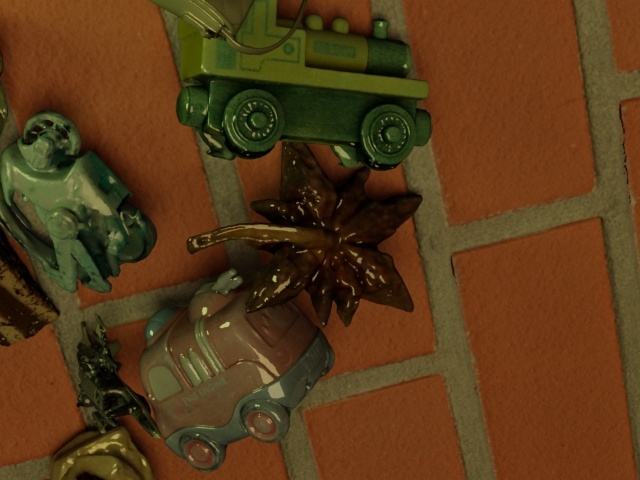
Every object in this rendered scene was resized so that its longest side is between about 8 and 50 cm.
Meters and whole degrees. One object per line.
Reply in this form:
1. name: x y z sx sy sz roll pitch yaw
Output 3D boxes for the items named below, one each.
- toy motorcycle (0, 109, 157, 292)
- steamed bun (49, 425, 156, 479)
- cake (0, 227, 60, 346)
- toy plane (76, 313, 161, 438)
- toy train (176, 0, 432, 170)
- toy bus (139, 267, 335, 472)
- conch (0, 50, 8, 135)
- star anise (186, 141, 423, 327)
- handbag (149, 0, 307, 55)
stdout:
1. toy motorcycle: -0.361 -0.049 1.961 0.206 0.154 0.260 -27 111 32
2. steamed bun: -0.353 0.515 2.213 0.247 0.189 0.428 -10 118 6
3. cake: -0.479 0.072 2.001 0.112 0.135 0.246 -26 116 3
4. toy plane: -0.306 0.222 2.035 0.088 0.262 0.192 -7 118 -23
5. toy train: -0.014 -0.219 1.903 0.369 0.150 0.237 4 89 -22
6. toy bus: -0.140 0.177 2.041 0.294 0.197 0.232 -28 104 37
7. conch: -0.495 -0.213 1.872 0.181 0.124 0.187 -46 141 3
8. star anise: 0.000 -0.001 1.982 0.349 0.292 0.109 29 148 -14
9. handbag: -0.104 -0.363 1.782 0.219 0.256 0.079 32 149 -14
